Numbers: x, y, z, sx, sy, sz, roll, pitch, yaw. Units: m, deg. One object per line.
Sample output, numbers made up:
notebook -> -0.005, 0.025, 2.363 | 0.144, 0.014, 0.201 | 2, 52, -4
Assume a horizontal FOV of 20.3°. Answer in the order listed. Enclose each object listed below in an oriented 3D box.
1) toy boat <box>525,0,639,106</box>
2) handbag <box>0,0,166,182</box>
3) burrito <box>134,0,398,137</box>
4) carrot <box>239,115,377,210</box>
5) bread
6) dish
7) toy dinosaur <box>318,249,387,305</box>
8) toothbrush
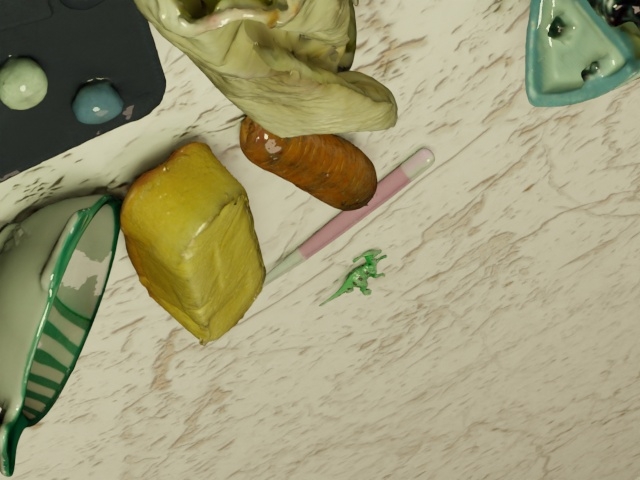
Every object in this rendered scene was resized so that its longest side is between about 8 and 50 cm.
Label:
toy boat -> 0.244, -0.229, 1.385 | 0.133, 0.145, 0.332 | -12, 145, -33
handbag -> -0.268, -0.103, 1.122 | 0.325, 0.118, 0.269 | -28, 155, -7
burrito -> -0.041, -0.167, 1.118 | 0.135, 0.190, 0.332 | -28, 165, 2
carrot -> -0.009, -0.071, 1.534 | 0.060, 0.060, 0.186 | -36, 150, 16
bread -> -0.106, 0.001, 1.519 | 0.102, 0.094, 0.245 | -44, 162, -13
dish -> -0.237, 0.059, 1.429 | 0.078, 0.246, 0.224 | 19, 151, 3
toy dinosaur -> 0.035, 0.039, 1.840 | 0.083, 0.021, 0.062 | -28, 149, -12
toothbrush -> 0.000, 0.000, 1.727 | 0.286, 0.020, 0.025 | -38, 163, 20
